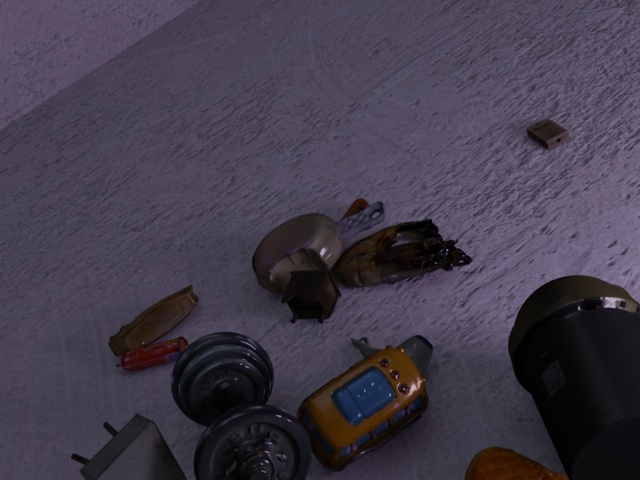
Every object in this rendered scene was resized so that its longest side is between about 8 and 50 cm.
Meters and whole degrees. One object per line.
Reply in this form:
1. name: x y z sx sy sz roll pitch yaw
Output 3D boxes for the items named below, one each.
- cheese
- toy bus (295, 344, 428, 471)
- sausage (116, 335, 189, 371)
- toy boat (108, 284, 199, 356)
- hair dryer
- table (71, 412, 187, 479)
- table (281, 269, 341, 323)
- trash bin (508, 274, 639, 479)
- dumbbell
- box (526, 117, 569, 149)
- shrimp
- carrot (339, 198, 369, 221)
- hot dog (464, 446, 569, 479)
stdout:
1. cheese: 0.000 0.000 2.137 0.286 0.082 0.163 -25 35 22
2. toy bus: 0.069 0.252 1.703 0.209 0.136 0.126 -31 71 -13
3. sausage: -0.325 0.221 2.104 0.145 0.048 0.050 -17 28 14
4. toy boat: -0.328 0.159 2.182 0.206 0.064 0.072 -35 16 -22
5. hair dryer: 0.081 0.226 1.856 0.199 0.067 0.167 -1 43 47
6. table: -0.280 0.381 1.667 0.111 0.240 0.121 14 47 41
7. table: -0.021 0.108 2.060 0.083 0.070 0.082 -2 42 27
8. trash bin: 0.393 0.190 1.570 0.214 0.214 0.334 -20 38 4
9. dumbbell: -0.132 0.278 1.734 0.179 0.179 0.406 -26 22 -5
10. box: 0.470 -0.221 2.274 0.053 0.024 0.083 -27 32 -8
11. shrimp: 0.163 0.017 2.090 0.289 0.075 0.178 -17 28 33
12. carrot: 0.040 -0.020 2.234 0.037 0.037 0.190 10 45 40
13. hot dog: 0.272 0.381 1.430 0.153 0.150 0.257 -32 33 -30
